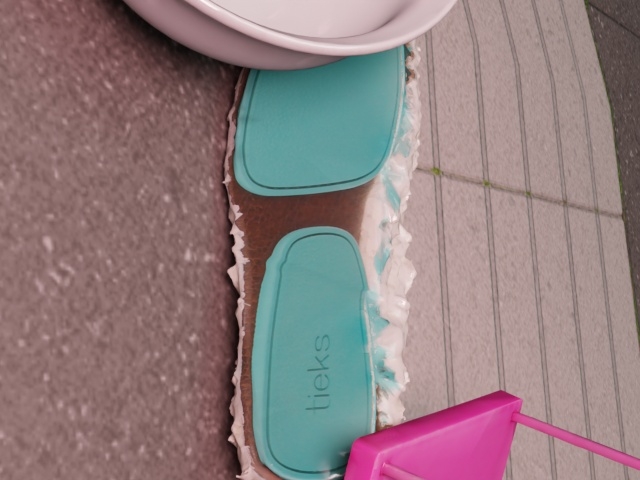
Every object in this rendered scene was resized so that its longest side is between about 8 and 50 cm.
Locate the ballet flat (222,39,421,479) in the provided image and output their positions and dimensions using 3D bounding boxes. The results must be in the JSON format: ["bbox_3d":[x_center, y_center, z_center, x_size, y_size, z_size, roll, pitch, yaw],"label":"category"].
[{"bbox_3d":[0.000,0.000,0.764,0.147,0.147,0.408,31,57,-47],"label":"ballet flat"}]

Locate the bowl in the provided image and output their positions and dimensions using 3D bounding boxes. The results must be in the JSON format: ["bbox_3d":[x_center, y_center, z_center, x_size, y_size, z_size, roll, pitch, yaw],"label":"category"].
[{"bbox_3d":[-0.052,-0.227,0.695,0.298,0.134,0.297,13,64,-28],"label":"bowl"}]

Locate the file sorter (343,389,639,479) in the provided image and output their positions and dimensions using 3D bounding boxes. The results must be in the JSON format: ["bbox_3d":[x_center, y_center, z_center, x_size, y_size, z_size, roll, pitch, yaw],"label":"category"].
[{"bbox_3d":[0.113,0.273,0.650,0.202,0.182,0.290,-3,108,-56],"label":"file sorter"}]
